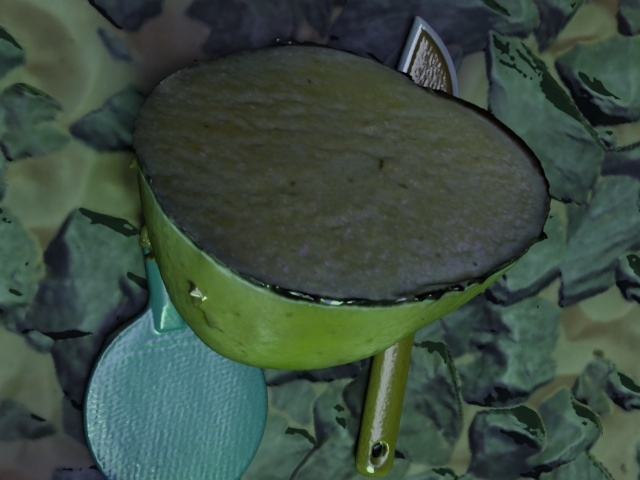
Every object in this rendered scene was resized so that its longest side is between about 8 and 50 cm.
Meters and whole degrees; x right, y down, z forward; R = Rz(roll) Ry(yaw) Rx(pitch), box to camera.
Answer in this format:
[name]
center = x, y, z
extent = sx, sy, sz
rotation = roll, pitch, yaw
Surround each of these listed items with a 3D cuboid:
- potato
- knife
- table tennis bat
[potato]
center = 0.000, 0.000, 0.715
extent = 0.202, 0.182, 0.117
rotation = -17, 141, -35
[knife]
center = 0.041, 0.006, 0.785
extent = 0.046, 0.022, 0.256
rotation = 7, 97, -15
[table tennis bat]
center = -0.078, 0.068, 0.753
extent = 0.100, 0.019, 0.155
rotation = -10, 104, -18
